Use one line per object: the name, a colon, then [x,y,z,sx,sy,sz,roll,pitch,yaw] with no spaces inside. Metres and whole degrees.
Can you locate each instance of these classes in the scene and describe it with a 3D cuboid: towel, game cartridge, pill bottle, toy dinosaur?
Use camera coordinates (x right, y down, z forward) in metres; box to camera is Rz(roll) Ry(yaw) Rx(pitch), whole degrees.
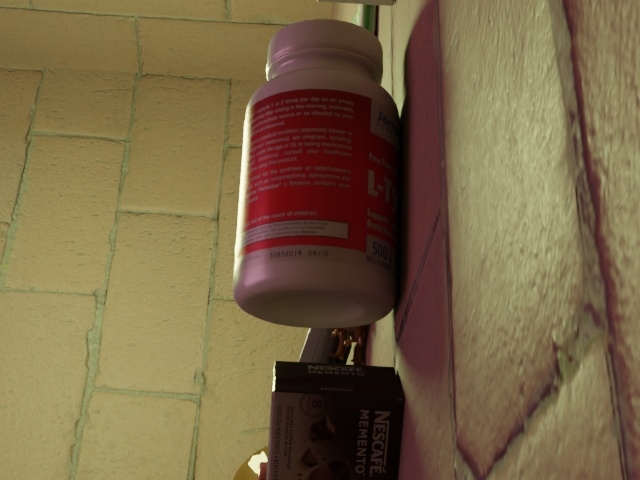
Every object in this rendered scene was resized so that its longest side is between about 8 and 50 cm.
towel: [0.086,-0.432,2.174,0.325,0.038,0.247,102,170,-74]
game cartridge: [0.002,0.250,1.973,0.294,0.060,0.196,75,-144,-69]
pill bottle: [0.000,-0.096,1.478,0.229,0.229,0.407,100,173,-70]
toy dinosaur: [0.064,0.162,1.852,0.211,0.064,0.112,34,-109,-79]

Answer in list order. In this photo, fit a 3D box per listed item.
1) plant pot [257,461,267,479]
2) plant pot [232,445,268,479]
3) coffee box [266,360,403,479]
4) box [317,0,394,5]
plant pot: [-0.028,0.505,1.863,0.201,0.180,0.201,-177,90,-87]
plant pot: [-0.050,0.572,2.142,0.254,0.237,0.237,-151,64,-72]
coffee box: [0.011,0.319,1.360,0.119,0.168,0.297,-99,13,-78]
box: [0.060,-0.477,1.723,0.170,0.130,0.091,-90,3,-46]
